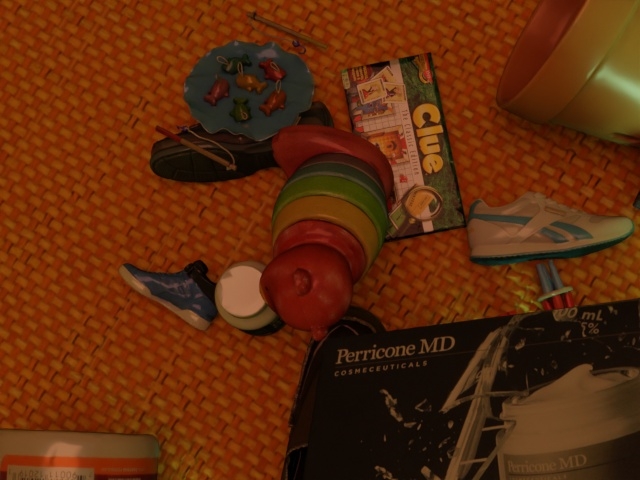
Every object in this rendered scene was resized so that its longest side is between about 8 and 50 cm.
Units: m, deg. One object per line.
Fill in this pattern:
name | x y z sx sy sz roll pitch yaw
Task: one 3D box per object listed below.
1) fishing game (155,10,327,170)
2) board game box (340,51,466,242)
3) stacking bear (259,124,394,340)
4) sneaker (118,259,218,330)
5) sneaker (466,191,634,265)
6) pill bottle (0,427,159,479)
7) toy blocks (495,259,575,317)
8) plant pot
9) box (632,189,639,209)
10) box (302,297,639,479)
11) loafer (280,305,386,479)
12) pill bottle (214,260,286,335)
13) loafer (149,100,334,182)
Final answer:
fishing game | -0.101 -0.217 1.740 0.189 0.041 0.264 29 62 17
board game box | 0.118 -0.132 1.766 0.136 0.030 0.259 -11 80 1
stacking bear | 0.000 0.000 1.600 0.164 0.175 0.289 -2 39 14
sneaker | -0.204 0.054 1.746 0.152 0.058 0.084 32 91 5
sneaker | 0.316 -0.022 1.702 0.229 0.087 0.092 -4 79 2
pill bottle | -0.331 0.447 1.613 0.224 0.224 0.392 2 82 5
toy blocks | 0.297 0.111 1.698 0.123 0.054 0.148 -18 80 1
plant pot | 0.396 -0.256 1.646 0.204 0.291 0.290 29 84 -5
box | 0.619 -0.116 1.644 0.290 0.177 0.279 28 84 8
box | 0.238 0.352 1.391 0.480 0.297 0.471 -10 51 27
loafer | 0.021 0.266 1.658 0.134 0.130 0.365 8 82 6
pill bottle | -0.092 0.078 1.677 0.094 0.169 0.094 -1 81 6
loafer | -0.111 -0.144 1.767 0.268 0.096 0.084 -6 61 -3
